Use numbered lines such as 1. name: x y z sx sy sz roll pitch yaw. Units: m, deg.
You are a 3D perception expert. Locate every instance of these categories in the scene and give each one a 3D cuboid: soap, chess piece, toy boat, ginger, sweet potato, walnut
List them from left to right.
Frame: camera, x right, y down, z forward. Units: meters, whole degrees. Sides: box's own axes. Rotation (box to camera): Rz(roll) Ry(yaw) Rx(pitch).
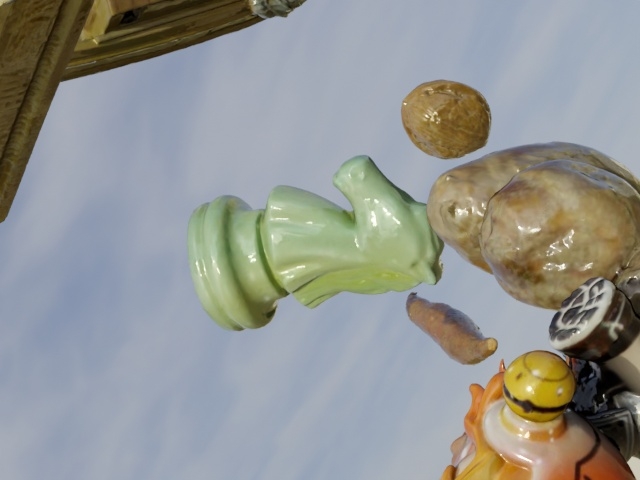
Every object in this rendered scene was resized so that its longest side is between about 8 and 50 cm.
1. soap: -0.232 -0.095 1.106 0.092 0.037 0.252 -23 -27 -45
2. toy boat: -0.200 -0.269 1.745 0.445 0.136 0.162 -23 -17 -27
3. chess piece: 0.000 0.000 1.902 0.176 0.298 0.176 -14 -90 -71
4. walnut: 0.160 -0.156 1.999 0.105 0.124 0.105 -160 90 -77
5. sweet potato: 0.198 0.133 2.363 0.066 0.072 0.314 -68 20 8
6. ginger: 0.236 -0.002 1.491 0.304 0.244 0.155 -114 46 -69

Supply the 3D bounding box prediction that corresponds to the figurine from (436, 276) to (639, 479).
1. figurine: 0.192 0.219 1.312 0.323 0.196 0.320 -54 -24 -28
